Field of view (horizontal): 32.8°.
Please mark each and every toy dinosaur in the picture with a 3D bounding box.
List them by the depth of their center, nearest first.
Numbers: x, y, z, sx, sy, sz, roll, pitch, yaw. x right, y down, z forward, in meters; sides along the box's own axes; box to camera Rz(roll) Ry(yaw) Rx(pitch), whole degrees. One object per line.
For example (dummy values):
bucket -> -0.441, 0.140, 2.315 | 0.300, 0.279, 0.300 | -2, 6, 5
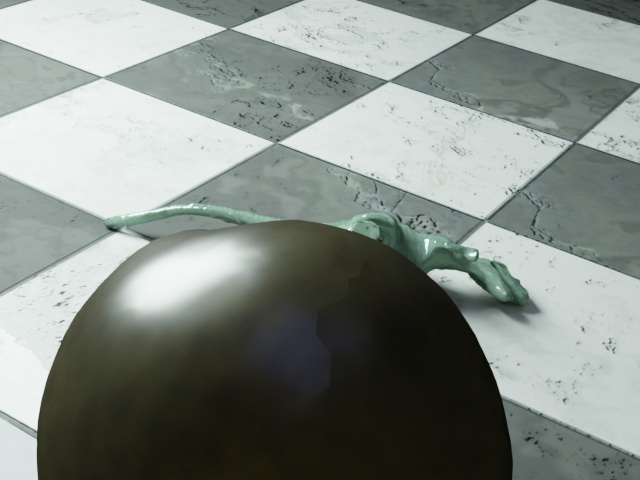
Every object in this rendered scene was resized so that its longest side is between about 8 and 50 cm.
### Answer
toy dinosaur -> -0.005, -0.001, 0.919 | 0.383, 0.076, 0.129 | 15, -2, 2

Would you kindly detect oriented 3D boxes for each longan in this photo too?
longan -> -0.028, 0.107, 0.577 | 0.258, 0.258, 0.258 | 5, 30, -3
